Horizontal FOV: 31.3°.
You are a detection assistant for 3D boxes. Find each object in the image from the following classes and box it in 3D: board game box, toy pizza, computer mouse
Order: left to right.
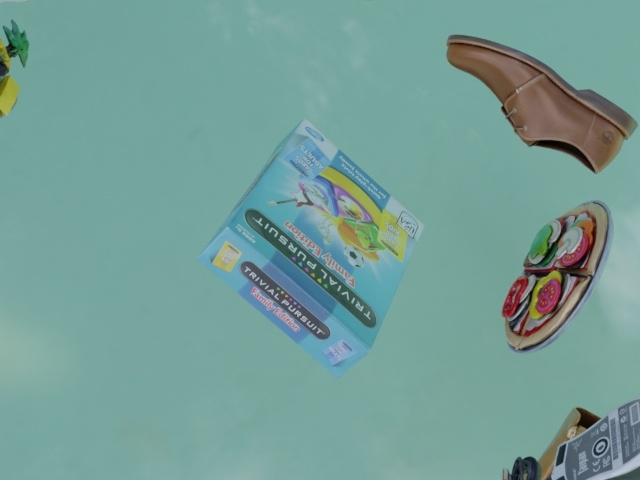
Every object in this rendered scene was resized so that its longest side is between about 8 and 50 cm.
[{"bbox_3d":[0.000,0.000,1.639,0.254,0.336,0.079,41,125,-8],"label":"board game box"},{"bbox_3d":[0.265,0.037,1.319,0.032,0.201,0.201,29,85,-11],"label":"toy pizza"},{"bbox_3d":[0.224,0.198,0.954,0.193,0.042,0.106,-41,24,36],"label":"computer mouse"}]

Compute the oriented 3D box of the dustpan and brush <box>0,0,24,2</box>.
[{"bbox_3d":[-0.094,-0.210,0.644,0.060,0.211,0.147,53,129,15],"label":"dustpan and brush"}]

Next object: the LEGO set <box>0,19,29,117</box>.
[{"bbox_3d":[-0.259,-0.093,0.582,0.192,0.255,0.331,9,34,32],"label":"LEGO set"}]

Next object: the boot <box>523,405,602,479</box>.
[{"bbox_3d":[0.291,0.309,1.451,0.104,0.295,0.211,22,88,-15],"label":"boot"}]

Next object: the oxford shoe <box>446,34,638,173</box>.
[{"bbox_3d":[0.210,-0.141,1.161,0.212,0.076,0.076,33,90,14],"label":"oxford shoe"}]
